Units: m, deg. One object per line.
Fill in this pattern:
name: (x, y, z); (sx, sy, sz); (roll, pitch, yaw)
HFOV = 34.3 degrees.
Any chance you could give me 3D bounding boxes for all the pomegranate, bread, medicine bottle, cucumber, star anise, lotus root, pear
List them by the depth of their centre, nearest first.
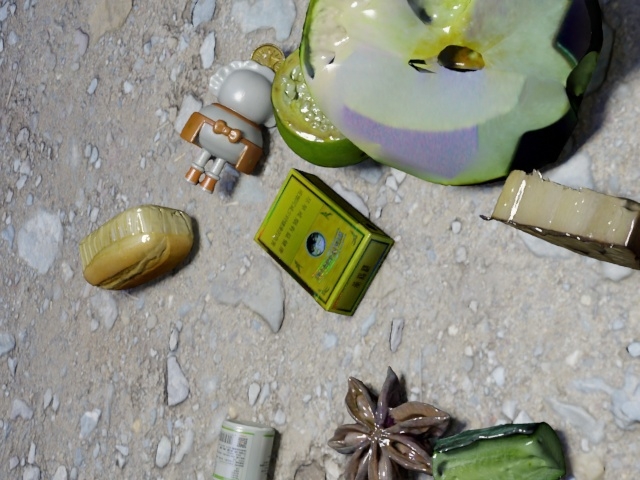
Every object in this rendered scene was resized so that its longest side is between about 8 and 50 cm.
lotus root: (0.319, -0.017, 1.234); (0.260, 0.170, 0.074); (23, 89, 55)
cucumber: (0.214, 0.280, 1.324); (0.193, 0.086, 0.115); (-24, 108, 37)
pear: (0.178, -0.280, 1.358); (0.399, 0.399, 0.165); (-26, 27, 37)
star anise: (0.088, 0.288, 1.448); (0.212, 0.073, 0.197); (35, 101, 46)
pomegranate: (0.051, -0.209, 1.564); (0.241, 0.159, 0.190); (-28, 66, 5)
medicine bottle: (-0.128, 0.377, 1.626); (0.086, 0.086, 0.183); (7, 84, 45)
bread: (-0.337, 0.019, 1.883); (0.236, 0.140, 0.106); (-26, 66, 40)

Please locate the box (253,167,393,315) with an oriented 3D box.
box: (0.000, 0.000, 1.614); (0.220, 0.064, 0.141); (42, 109, 40)

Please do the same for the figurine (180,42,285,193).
figurine: (-0.144, -0.207, 1.757); (0.143, 0.143, 0.271); (48, 114, 40)
